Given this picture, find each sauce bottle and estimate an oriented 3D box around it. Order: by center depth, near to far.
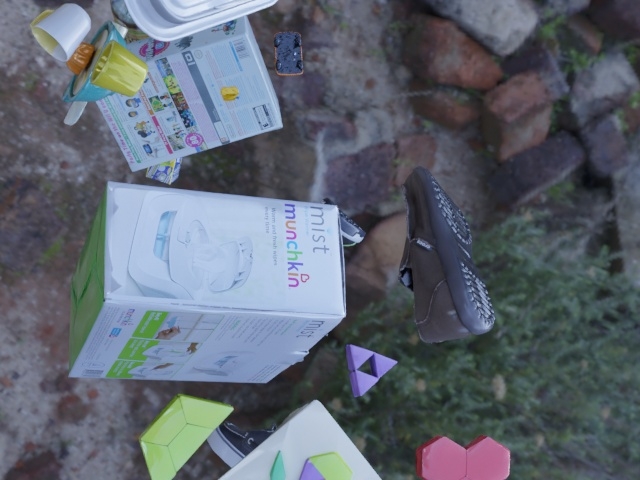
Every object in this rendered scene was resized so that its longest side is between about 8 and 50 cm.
[{"bbox_3d":[-0.349,-0.433,1.968,0.111,0.111,0.344,-61,-177,-6],"label":"sauce bottle"}]

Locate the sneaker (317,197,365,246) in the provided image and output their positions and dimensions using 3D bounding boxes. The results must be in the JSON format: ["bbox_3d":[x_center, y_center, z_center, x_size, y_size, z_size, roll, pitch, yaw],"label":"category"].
[{"bbox_3d":[0.000,0.000,1.518,0.097,0.084,0.235,-48,-176,-7],"label":"sneaker"}]

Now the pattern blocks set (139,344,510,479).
[{"bbox_3d":[-0.024,0.234,0.792,0.324,0.285,0.026,-54,-172,-10],"label":"pattern blocks set"}]

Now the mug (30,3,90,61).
[{"bbox_3d":[-0.349,-0.290,1.339,0.064,0.078,0.062,-52,-179,-21],"label":"mug"}]

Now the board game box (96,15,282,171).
[{"bbox_3d":[-0.248,-0.273,1.835,0.304,0.097,0.224,-16,133,5],"label":"board game box"}]

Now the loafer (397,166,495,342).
[{"bbox_3d":[0.172,0.019,1.624,0.130,0.365,0.134,-30,127,19],"label":"loafer"}]

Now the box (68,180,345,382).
[{"bbox_3d":[-0.126,0.059,1.023,0.231,0.262,0.126,4,67,-19],"label":"box"}]

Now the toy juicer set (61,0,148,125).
[{"bbox_3d":[-0.328,-0.300,1.506,0.090,0.329,0.209,26,76,-25],"label":"toy juicer set"}]

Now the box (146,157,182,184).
[{"bbox_3d":[-0.320,-0.210,2.117,0.054,0.059,0.168,-63,171,-68],"label":"box"}]

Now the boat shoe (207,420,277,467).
[{"bbox_3d":[-0.055,0.263,1.199,0.080,0.228,0.076,37,83,-36],"label":"boat shoe"}]

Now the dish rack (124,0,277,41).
[{"bbox_3d":[-0.150,-0.422,1.163,0.286,0.072,0.332,-34,110,-47],"label":"dish rack"}]

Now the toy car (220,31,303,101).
[{"bbox_3d":[-0.076,-0.216,1.244,0.122,0.060,0.040,-21,171,-10],"label":"toy car"}]
